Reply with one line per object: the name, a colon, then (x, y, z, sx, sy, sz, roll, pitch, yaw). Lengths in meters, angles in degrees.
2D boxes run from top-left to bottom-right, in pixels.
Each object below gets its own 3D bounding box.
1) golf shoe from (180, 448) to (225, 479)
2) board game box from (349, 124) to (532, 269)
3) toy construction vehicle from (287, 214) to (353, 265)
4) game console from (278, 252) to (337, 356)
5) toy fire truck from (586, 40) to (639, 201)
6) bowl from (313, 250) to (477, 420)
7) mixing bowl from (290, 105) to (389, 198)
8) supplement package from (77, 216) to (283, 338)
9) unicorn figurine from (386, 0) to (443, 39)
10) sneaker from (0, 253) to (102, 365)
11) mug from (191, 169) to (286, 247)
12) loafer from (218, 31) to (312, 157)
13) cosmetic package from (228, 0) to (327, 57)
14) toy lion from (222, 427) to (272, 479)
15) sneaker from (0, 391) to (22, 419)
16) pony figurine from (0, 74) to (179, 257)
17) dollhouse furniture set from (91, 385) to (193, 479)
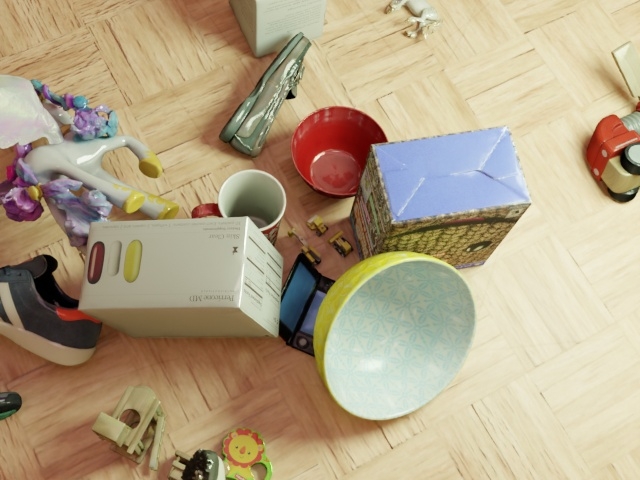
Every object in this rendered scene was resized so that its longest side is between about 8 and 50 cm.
golf shoe: (-0.157, 0.444, 1.305, 0.120, 0.105, 0.273, 0, 98, -26)
board game box: (0.190, -0.053, 1.462, 0.232, 0.291, 0.141, -9, 70, -8)
toy construction vehicle: (0.000, 0.000, 1.561, 0.086, 0.035, 0.098, -36, 75, -17)
game console: (-0.009, 0.116, 1.486, 0.124, 0.085, 0.144, 23, 68, 4)
toy fire truck: (0.605, -0.235, 1.665, 0.217, 0.158, 0.246, -22, 60, -13)
bowl: (0.099, 0.133, 1.432, 0.289, 0.289, 0.156, -27, 31, -15)
mixing bowl: (0.032, -0.146, 1.589, 0.181, 0.098, 0.181, 2, 67, -5)
supplement package: (-0.214, 0.066, 1.373, 0.261, 0.204, 0.145, -2, 71, 13)
unicorn figurine: (0.194, -0.489, 1.773, 0.111, 0.060, 0.162, -33, 91, -17)
sneaker: (-0.518, 0.075, 1.413, 0.350, 0.131, 0.148, 21, 96, -6)
mug: (-0.136, -0.042, 1.493, 0.150, 0.169, 0.113, 20, 68, 4)
loafer: (-0.089, -0.275, 1.648, 0.084, 0.096, 0.267, 38, 75, -11)
cosmetic package: (-0.085, -0.483, 1.670, 0.151, 0.184, 0.151, -21, 71, -12)
toy lion: (-0.120, 0.359, 1.409, 0.100, 0.034, 0.096, 31, 61, 7)
sneaker: (-0.597, 0.251, 1.381, 0.223, 0.083, 0.098, -11, 64, -9)
pony figurine: (-0.465, -0.129, 1.473, 0.363, 0.303, 0.351, 38, 37, 14)
dollhouse furniture set: (-0.245, 0.299, 1.337, 0.161, 0.182, 0.101, 25, 68, 6)
